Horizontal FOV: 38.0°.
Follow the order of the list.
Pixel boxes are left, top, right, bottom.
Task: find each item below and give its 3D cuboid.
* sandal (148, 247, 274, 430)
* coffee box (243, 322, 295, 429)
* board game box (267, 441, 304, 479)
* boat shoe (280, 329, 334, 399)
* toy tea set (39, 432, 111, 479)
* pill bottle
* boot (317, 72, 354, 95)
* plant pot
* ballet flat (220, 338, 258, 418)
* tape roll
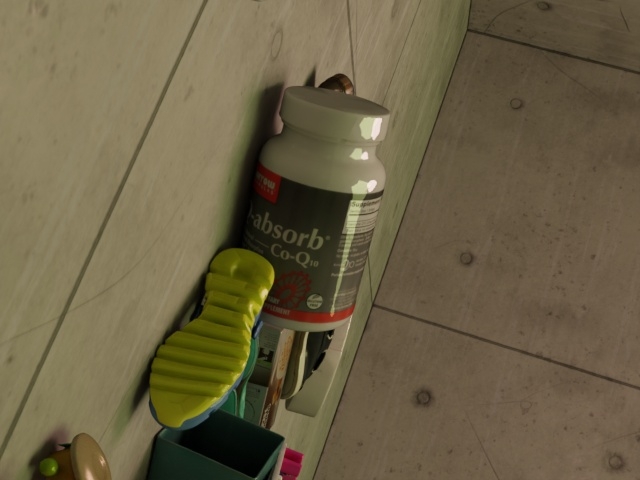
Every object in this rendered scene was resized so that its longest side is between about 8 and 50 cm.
[{"bbox_3d":[-0.153,0.160,1.372,0.317,0.126,0.138,-60,168,-45],"label":"sandal"},{"bbox_3d":[-0.121,0.241,1.708,0.141,0.098,0.246,-41,146,-71],"label":"coffee box"},{"bbox_3d":[-0.124,0.561,1.492,0.390,0.050,0.389,-65,176,-84],"label":"board game box"},{"bbox_3d":[-0.021,0.140,1.791,0.113,0.127,0.339,-13,118,-56],"label":"boat shoe"},{"bbox_3d":[-0.276,0.341,1.050,0.336,0.124,0.200,64,7,-49],"label":"toy tea set"},{"bbox_3d":[-0.012,-0.053,1.511,0.210,0.210,0.362,-46,151,-68],"label":"pill bottle"},{"bbox_3d":[-0.012,-0.201,1.717,0.106,0.082,0.219,-32,148,-40],"label":"boot"},{"bbox_3d":[-0.190,0.413,1.491,0.165,0.166,0.234,-37,148,-73],"label":"plant pot"},{"bbox_3d":[-0.160,0.224,1.589,0.087,0.083,0.247,-106,-155,-62],"label":"ballet flat"},{"bbox_3d":[0.004,0.211,2.138,0.392,0.072,0.391,-163,-90,-85],"label":"tape roll"}]
